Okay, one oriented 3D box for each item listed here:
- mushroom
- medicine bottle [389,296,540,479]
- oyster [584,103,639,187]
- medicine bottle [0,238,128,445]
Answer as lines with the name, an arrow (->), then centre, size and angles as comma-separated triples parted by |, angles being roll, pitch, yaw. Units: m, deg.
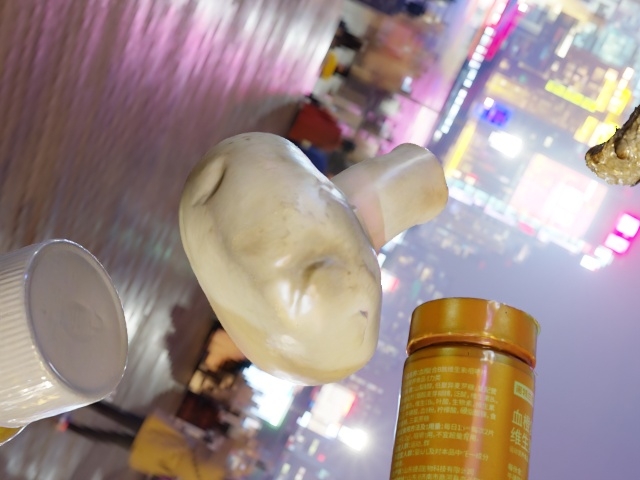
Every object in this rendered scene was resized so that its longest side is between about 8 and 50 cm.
mushroom -> -0.034, 0.011, 1.512 | 0.315, 0.315, 0.356 | -65, 174, 26
medicine bottle -> 0.097, 0.144, 0.867 | 0.096, 0.096, 0.192 | 110, -9, -64
oyster -> 0.211, -0.077, 0.882 | 0.081, 0.038, 0.083 | -88, -170, -63
medicine bottle -> -0.428, 0.138, 1.441 | 0.384, 0.224, 0.224 | -18, -161, 24
